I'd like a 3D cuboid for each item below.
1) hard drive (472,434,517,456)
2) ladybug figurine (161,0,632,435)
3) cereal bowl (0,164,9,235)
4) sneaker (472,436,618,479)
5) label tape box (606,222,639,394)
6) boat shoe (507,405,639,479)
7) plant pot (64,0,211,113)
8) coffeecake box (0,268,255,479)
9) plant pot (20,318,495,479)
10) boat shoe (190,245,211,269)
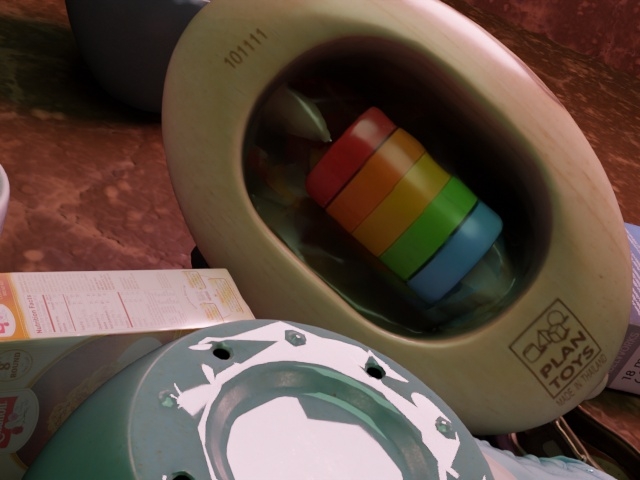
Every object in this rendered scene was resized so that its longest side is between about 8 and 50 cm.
[{"bbox_3d":[0.036,0.145,0.717,0.255,0.054,0.172,11,33,-22],"label":"hard drive"},{"bbox_3d":[0.064,-0.026,0.697,0.449,0.305,0.162,47,-5,0],"label":"ladybug figurine"},{"bbox_3d":[-0.393,-0.008,0.540,0.339,0.141,0.339,18,17,-6],"label":"cereal bowl"},{"bbox_3d":[0.158,0.220,0.626,0.366,0.135,0.150,35,28,-2],"label":"sneaker"},{"bbox_3d":[0.323,0.060,0.999,0.334,0.106,0.240,14,32,-16],"label":"label tape box"},{"bbox_3d":[0.288,0.230,0.719,0.257,0.095,0.095,34,32,16],"label":"boat shoe"},{"bbox_3d":[-0.207,-0.284,1.077,0.290,0.195,0.290,17,31,-11],"label":"plant pot"},{"bbox_3d":[-0.157,0.095,0.574,0.185,0.142,0.068,0,38,-34],"label":"coffeecake box"},{"bbox_3d":[-0.039,0.186,0.426,0.293,0.235,0.293,17,32,-11],"label":"plant pot"},{"bbox_3d":[0.000,0.000,0.862,0.091,0.114,0.302,46,36,23],"label":"boat shoe"}]
